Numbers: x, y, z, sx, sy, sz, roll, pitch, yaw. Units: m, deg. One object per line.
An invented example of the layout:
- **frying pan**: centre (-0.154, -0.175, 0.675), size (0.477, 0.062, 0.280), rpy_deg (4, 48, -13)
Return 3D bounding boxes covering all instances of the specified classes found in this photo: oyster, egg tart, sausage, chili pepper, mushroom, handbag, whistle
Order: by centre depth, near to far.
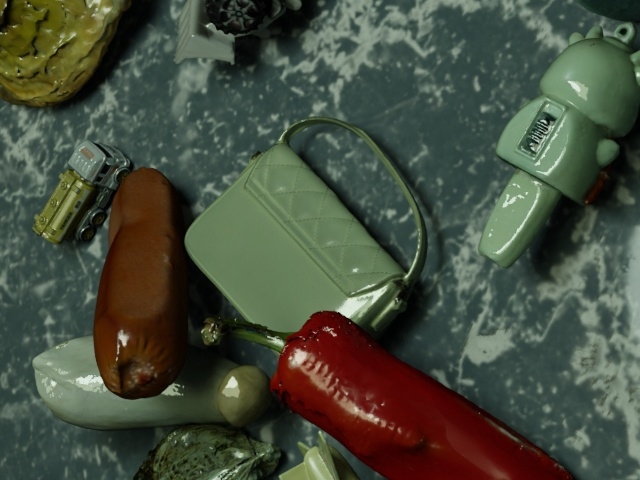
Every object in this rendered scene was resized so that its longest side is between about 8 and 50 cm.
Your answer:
- **whistle**: centre (0.223, -0.088, 1.753), size (0.253, 0.106, 0.102), rpy_deg (-60, 22, 1)
- **chili pepper**: centre (0.068, 0.158, 1.762), size (0.388, 0.110, 0.110), rpy_deg (31, 99, 16)
- **handbag**: centre (0.000, 0.000, 1.917), size (0.219, 0.079, 0.256), rpy_deg (-48, 56, 8)
- **sausage**: centre (-0.179, 0.041, 1.955), size (0.348, 0.094, 0.097), rpy_deg (-92, 11, -57)
- **oyster**: centre (-0.125, 0.240, 1.961), size (0.177, 0.064, 0.125), rpy_deg (8, 69, 48)
- **mushroom**: centre (-0.159, 0.146, 1.972), size (0.270, 0.118, 0.103), rpy_deg (-1, 97, 28)
- **egg tart**: centre (-0.343, -0.322, 2.191), size (0.341, 0.129, 0.341), rpy_deg (-11, 74, 43)

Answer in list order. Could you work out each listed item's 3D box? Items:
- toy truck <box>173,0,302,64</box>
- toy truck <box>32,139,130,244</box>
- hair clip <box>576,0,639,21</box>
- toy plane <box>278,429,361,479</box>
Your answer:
- **toy truck**: centre (-0.044, -0.288, 1.990), size (0.286, 0.111, 0.136), rpy_deg (-46, 24, 29)
- **toy truck**: centre (-0.268, -0.052, 2.130), size (0.052, 0.063, 0.123), rpy_deg (41, 104, 36)
- **hair clip**: centre (0.305, -0.346, 1.623), size (0.392, 0.318, 0.238), rpy_deg (-8, 73, 37)
- **toy plane**: centre (0.049, 0.288, 1.773), size (0.092, 0.229, 0.244), rpy_deg (-32, 86, -16)
